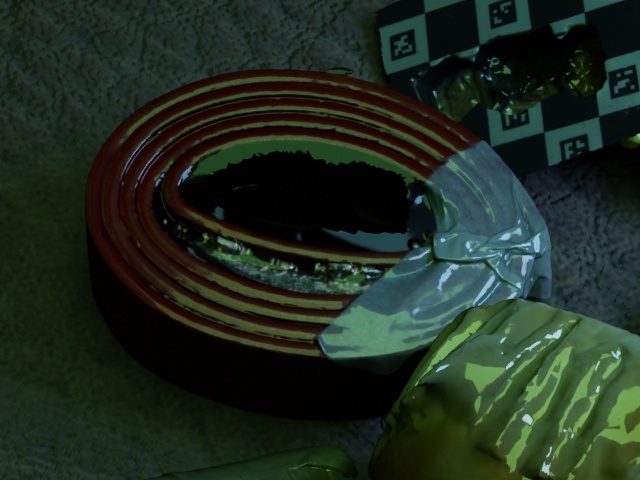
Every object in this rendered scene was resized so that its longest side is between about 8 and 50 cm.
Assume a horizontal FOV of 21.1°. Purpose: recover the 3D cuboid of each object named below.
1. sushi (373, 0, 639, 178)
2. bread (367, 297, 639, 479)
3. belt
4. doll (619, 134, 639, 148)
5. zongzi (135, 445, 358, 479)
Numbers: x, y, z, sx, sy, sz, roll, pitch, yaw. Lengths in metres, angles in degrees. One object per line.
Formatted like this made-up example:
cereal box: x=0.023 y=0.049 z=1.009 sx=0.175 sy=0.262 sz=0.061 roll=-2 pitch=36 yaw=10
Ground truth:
sushi: x=0.159 y=-0.129 z=1.316 sx=0.215 sy=0.050 sz=0.192 roll=-20 pitch=62 yaw=23
bread: x=0.220 y=0.189 z=1.054 sx=0.388 sy=0.236 sz=0.183 roll=26 pitch=75 yaw=11
belt: x=0.000 y=0.000 z=1.197 sx=0.324 sy=0.115 sz=0.227 roll=6 pitch=64 yaw=-3
doll: x=0.330 y=-0.076 z=1.320 sx=0.237 sy=0.111 sz=0.252 roll=-7 pitch=55 yaw=-30
zongzi: x=-0.055 y=0.256 z=1.046 sx=0.228 sy=0.115 sz=0.256 roll=-8 pitch=67 yaw=-20
